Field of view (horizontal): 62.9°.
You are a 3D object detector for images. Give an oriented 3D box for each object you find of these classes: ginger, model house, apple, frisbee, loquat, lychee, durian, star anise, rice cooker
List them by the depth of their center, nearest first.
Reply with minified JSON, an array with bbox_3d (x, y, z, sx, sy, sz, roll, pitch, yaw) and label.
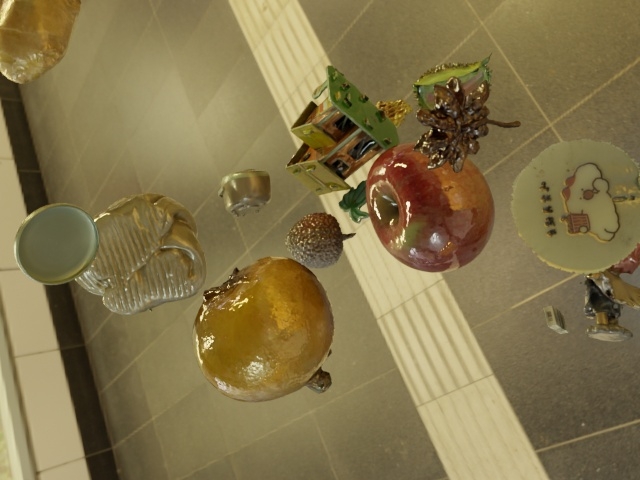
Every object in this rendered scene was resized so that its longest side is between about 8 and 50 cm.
[{"bbox_3d":[-0.343,0.005,0.686,0.014,0.110,0.110,17,105,35],"label":"frisbee"},{"bbox_3d":[-0.466,-0.423,0.831,0.363,0.122,0.348,22,68,28],"label":"ginger"},{"bbox_3d":[0.262,-0.219,0.927,0.073,0.234,0.177,30,153,49],"label":"star anise"},{"bbox_3d":[-0.107,0.213,1.170,0.359,0.328,0.328,47,133,-14],"label":"loquat"},{"bbox_3d":[0.280,-0.090,1.304,0.345,0.270,0.344,169,90,-69],"label":"apple"},{"bbox_3d":[0.340,-0.398,1.364,0.095,0.221,0.137,-108,1,-53],"label":"durian"},{"bbox_3d":[0.000,0.000,1.468,0.165,0.198,0.165,175,90,-82],"label":"lychee"},{"bbox_3d":[0.029,-0.239,1.507,0.324,0.300,0.340,-36,37,31],"label":"model house"},{"bbox_3d":[-0.227,-0.148,1.592,0.206,0.145,0.127,-30,68,59],"label":"rice cooker"}]

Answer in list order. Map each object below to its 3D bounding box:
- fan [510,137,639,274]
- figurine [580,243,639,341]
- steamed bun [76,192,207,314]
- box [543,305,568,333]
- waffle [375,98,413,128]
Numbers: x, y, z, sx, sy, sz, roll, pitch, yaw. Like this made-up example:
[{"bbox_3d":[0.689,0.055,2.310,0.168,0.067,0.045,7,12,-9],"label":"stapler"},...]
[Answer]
[{"bbox_3d":[0.432,-0.058,0.727,0.329,0.009,0.190,-9,88,6],"label":"fan"},{"bbox_3d":[0.701,0.045,1.275,0.166,0.207,0.386,-22,56,60],"label":"figurine"},{"bbox_3d":[-0.542,0.034,1.571,0.255,0.368,0.342,-138,31,-73],"label":"steamed bun"},{"bbox_3d":[0.607,0.205,1.348,0.024,0.083,0.054,-27,52,34],"label":"box"},{"bbox_3d":[0.225,-0.466,2.062,0.291,0.051,0.291,-24,36,19],"label":"waffle"}]
